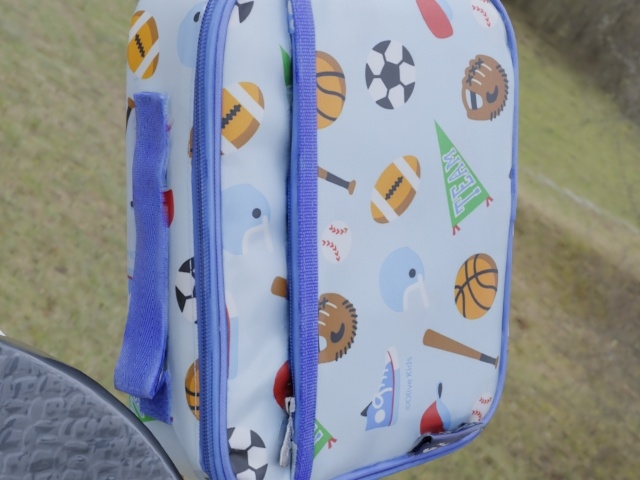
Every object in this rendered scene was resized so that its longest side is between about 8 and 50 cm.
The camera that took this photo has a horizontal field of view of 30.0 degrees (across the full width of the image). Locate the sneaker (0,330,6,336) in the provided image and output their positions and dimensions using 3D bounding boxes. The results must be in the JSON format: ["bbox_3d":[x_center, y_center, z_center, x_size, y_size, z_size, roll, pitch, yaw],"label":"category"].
[{"bbox_3d":[-0.217,0.181,0.754,0.323,0.130,0.236,63,30,-8],"label":"sneaker"}]

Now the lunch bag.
[{"bbox_3d":[0.000,0.000,0.666,0.243,0.304,0.115,-7,10,-42],"label":"lunch bag"}]

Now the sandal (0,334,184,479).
[{"bbox_3d":[-0.053,0.129,0.394,0.254,0.097,0.054,44,-6,-9],"label":"sandal"}]
